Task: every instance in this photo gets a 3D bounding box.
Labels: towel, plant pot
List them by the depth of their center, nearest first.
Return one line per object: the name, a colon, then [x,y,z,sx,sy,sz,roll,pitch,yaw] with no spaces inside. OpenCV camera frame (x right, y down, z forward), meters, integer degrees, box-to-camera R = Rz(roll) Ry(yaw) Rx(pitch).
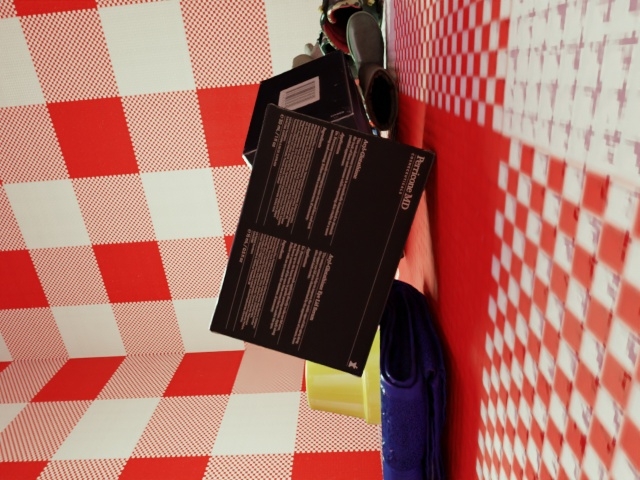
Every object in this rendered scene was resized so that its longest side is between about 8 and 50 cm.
towel: [0.115,0.228,0.528,0.228,0.076,0.308,-70,-24,-67]
plant pot: [0.085,0.389,1.181,0.254,0.238,0.254,-4,-90,-87]

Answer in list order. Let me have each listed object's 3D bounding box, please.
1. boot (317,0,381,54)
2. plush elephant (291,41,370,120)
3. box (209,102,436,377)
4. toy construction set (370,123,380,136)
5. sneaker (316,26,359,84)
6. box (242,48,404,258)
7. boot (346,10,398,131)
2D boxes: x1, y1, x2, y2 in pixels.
boot: [0.044,-0.574,0.801,0.377,0.138,0.284,34,-126,-80]
plush elephant: [0.026,-0.490,1.250,0.330,0.271,0.255,41,158,54]
box: [0.000,0.000,0.492,0.103,0.184,0.261,-53,-20,-80]
toy construction set: [0.050,-0.206,1.085,0.151,0.214,0.328,-87,-7,-62]
sneaker: [0.049,-0.523,1.014,0.135,0.097,0.276,-21,-80,-46]
box: [0.018,-0.139,0.767,0.296,0.182,0.294,-91,-20,-48]
boot: [0.090,-0.309,0.744,0.208,0.076,0.190,-73,-35,-60]
